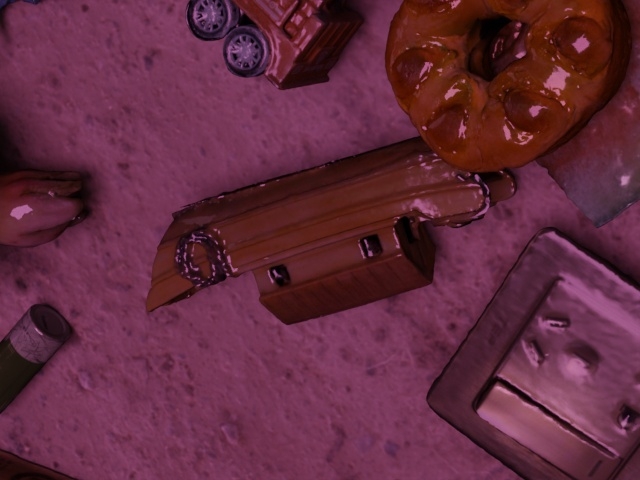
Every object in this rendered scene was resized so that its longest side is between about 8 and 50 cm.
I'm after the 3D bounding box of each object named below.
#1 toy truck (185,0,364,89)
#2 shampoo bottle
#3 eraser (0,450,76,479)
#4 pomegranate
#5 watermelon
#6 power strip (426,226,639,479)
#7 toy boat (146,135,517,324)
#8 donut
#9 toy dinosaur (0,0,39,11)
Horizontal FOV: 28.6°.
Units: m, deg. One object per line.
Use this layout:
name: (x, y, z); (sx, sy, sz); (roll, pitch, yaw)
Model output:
toy truck: (-0.090, -0.326, 1.301); (0.338, 0.133, 0.184); (46, 115, 10)
shampoo bottle: (-0.397, 0.166, 1.580); (0.065, 0.065, 0.204); (46, 113, 4)
eraser: (-0.410, 0.358, 1.619); (0.343, 0.078, 0.144); (17, 109, 15)
pomegranate: (-0.444, -0.049, 1.461); (0.340, 0.285, 0.285); (5, 106, -13)
watermelon: (0.285, -0.191, 1.220); (0.302, 0.151, 0.264); (45, 117, 23)
power strip: (0.277, 0.145, 1.316); (0.257, 0.092, 0.251); (35, 108, 8)
toy boat: (0.000, 0.000, 1.369); (0.445, 0.136, 0.162); (-15, 93, 27)
donut: (0.169, -0.175, 1.141); (0.226, 0.114, 0.227); (4, 96, 36)
toy dinosaur: (-0.371, -0.298, 1.468); (0.080, 0.045, 0.197); (18, 101, 28)
